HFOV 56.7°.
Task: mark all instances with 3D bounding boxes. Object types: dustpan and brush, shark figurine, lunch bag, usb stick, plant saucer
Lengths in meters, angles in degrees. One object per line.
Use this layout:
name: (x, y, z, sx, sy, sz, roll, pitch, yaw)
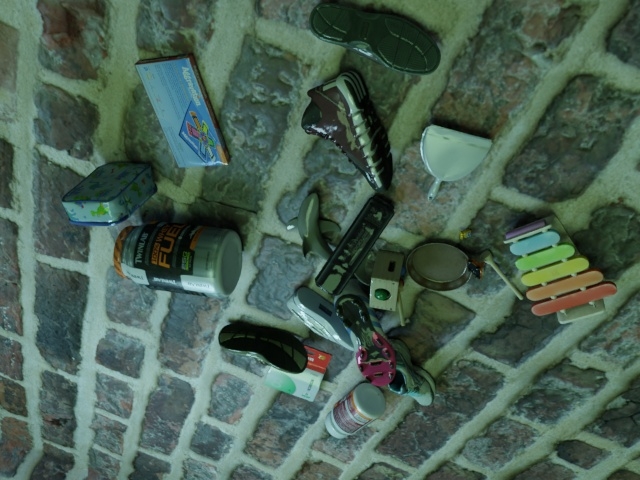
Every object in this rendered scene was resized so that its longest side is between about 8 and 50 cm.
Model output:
dustpan and brush: (0.280, -0.163, 1.338, 0.147, 0.060, 0.211, 15, 126, -1)
shark figurine: (0.002, 0.022, 1.546, 0.166, 0.116, 0.278, -25, 117, 35)
lunch bag: (-0.539, -0.121, 1.520, 0.176, 0.219, 0.090, 2, 124, 16)
usb stick: (0.084, 0.016, 1.477, 0.077, 0.045, 0.278, 32, 103, -5)
plant saucer: (0.308, 0.063, 1.537, 0.169, 0.029, 0.168, 10, 132, 11)

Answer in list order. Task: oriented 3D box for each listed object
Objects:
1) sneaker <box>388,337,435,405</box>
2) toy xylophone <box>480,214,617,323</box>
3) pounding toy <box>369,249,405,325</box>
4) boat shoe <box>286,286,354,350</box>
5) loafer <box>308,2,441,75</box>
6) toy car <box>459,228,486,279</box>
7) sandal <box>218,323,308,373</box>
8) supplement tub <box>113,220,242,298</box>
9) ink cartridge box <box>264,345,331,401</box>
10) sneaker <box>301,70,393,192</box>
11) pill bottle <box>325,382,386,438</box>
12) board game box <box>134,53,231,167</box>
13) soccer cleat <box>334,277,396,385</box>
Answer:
sneaker: (0.253, 0.433, 1.813, 0.110, 0.122, 0.283, -22, 120, 33)
toy xylophone: (0.541, 0.076, 1.436, 0.323, 0.081, 0.236, 42, 130, -19)
pounding toy: (0.185, 0.124, 1.552, 0.100, 0.141, 0.130, 8, 132, 11)
boat shoe: (0.013, 0.239, 1.754, 0.258, 0.095, 0.084, 43, 134, -7)
loafer: (0.108, -0.401, 1.177, 0.268, 0.084, 0.096, 20, 102, -4)
toy car: (0.380, 0.031, 1.449, 0.041, 0.060, 0.122, -20, 108, -14)
sandal: (-0.178, 0.342, 1.895, 0.303, 0.120, 0.086, 17, 150, 14)
supplement tub: (-0.391, 0.049, 1.638, 0.316, 0.193, 0.193, 5, 131, 13)
ink cartridge box: (-0.077, 0.433, 1.969, 0.181, 0.056, 0.224, 20, 135, 0)
sneaker: (0.052, -0.228, 1.328, 0.163, 0.106, 0.281, -8, 117, 30)
pill bottle: (0.111, 0.574, 1.984, 0.121, 0.121, 0.221, 32, 132, -10)
board game box: (-0.324, -0.302, 1.423, 0.145, 0.027, 0.281, 0, 130, 20)
soccer cleat: (0.136, 0.254, 1.673, 0.116, 0.143, 0.331, -16, 114, 16)
